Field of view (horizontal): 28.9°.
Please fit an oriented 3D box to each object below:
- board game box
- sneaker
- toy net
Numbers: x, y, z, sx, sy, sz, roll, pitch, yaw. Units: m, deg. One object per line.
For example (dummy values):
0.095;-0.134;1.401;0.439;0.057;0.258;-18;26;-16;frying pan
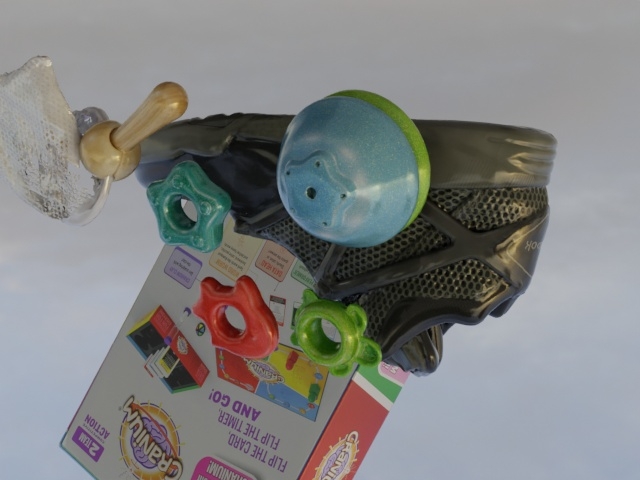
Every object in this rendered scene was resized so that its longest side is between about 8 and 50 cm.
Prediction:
-0.052;0.088;0.978;0.242;0.317;0.064;32;-175;40;board game box
0.000;0.000;0.624;0.227;0.130;0.087;6;-176;21;sneaker
-0.065;-0.021;0.573;0.232;0.122;0.045;15;-153;26;toy net
